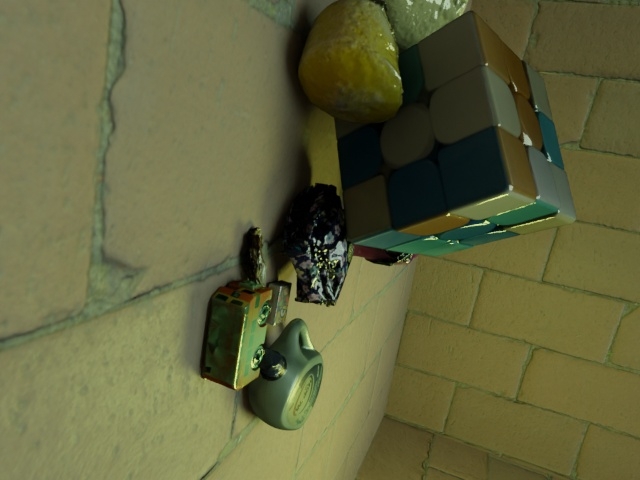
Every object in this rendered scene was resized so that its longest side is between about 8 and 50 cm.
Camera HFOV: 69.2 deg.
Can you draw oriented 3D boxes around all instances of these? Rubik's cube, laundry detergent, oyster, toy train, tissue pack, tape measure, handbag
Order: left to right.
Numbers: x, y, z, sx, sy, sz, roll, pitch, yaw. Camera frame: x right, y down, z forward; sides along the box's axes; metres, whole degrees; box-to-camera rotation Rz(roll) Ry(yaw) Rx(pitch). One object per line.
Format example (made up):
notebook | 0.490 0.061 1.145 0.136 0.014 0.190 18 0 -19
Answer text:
toy train | -0.136 0.160 0.769 0.099 0.072 0.188 -17 118 -69
oyster | -0.114 0.044 0.809 0.086 0.029 0.132 80 14 -82
tissue pack | -0.088 0.125 0.942 0.063 0.035 0.083 -1 102 -70
laundry detergent | -0.073 0.278 0.989 0.280 0.105 0.214 74 35 -53
handbag | 0.000 0.000 0.970 0.228 0.127 0.207 -66 154 -49
tape measure | 0.188 -0.030 1.341 0.245 0.232 0.149 -61 156 -48
Rubik's cube | 0.268 -0.176 0.964 0.344 0.347 0.346 10 68 -44

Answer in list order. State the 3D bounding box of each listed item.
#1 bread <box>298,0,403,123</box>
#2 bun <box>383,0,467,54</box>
bread | 0.060 -0.310 0.828 0.197 0.197 0.170 52 46 -67
bun | 0.215 -0.582 1.033 0.349 0.227 0.352 -48 144 -52
